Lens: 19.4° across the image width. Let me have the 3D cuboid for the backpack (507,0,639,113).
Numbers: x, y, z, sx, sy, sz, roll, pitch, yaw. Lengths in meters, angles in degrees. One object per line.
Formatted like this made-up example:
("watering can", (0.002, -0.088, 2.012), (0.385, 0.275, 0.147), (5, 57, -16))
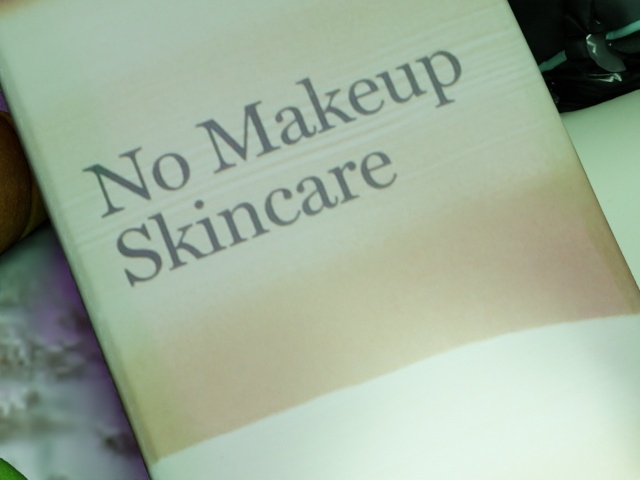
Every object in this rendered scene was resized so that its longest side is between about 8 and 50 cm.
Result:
("backpack", (0.137, -0.134, 0.608), (0.188, 0.166, 0.144), (-18, 83, -13))

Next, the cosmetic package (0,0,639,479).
("cosmetic package", (0.000, 0.000, 0.573), (0.153, 0.129, 0.296), (-23, 76, -5))

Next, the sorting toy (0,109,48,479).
("sorting toy", (-0.083, 0.091, 0.620), (0.126, 0.127, 0.365), (-14, 73, -40))

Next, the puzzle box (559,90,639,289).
("puzzle box", (0.117, -0.159, 0.731), (0.409, 0.052, 0.272), (-42, 79, -17))
